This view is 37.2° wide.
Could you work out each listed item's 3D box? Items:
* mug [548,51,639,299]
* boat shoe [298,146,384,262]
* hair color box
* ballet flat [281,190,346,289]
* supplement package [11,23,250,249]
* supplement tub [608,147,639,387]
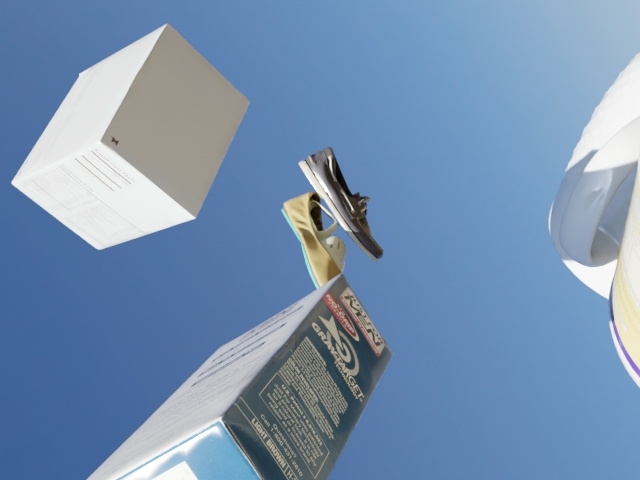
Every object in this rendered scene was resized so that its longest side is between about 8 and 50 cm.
[{"bbox_3d":[0.437,-0.091,1.188,0.374,0.328,0.276,-25,-125,-31],"label":"mug"},{"bbox_3d":[0.048,-0.058,1.530,0.206,0.065,0.075,54,-179,0],"label":"boat shoe"},{"bbox_3d":[-0.060,0.158,0.832,0.105,0.174,0.347,56,-159,-5],"label":"hair color box"},{"bbox_3d":[0.000,0.000,1.508,0.080,0.073,0.232,54,-173,-46],"label":"ballet flat"},{"bbox_3d":[-0.230,-0.121,1.168,0.149,0.203,0.194,42,-127,-30],"label":"supplement package"},{"bbox_3d":[0.364,-0.006,0.750,0.331,0.241,0.241,75,-177,-56],"label":"supplement tub"}]
